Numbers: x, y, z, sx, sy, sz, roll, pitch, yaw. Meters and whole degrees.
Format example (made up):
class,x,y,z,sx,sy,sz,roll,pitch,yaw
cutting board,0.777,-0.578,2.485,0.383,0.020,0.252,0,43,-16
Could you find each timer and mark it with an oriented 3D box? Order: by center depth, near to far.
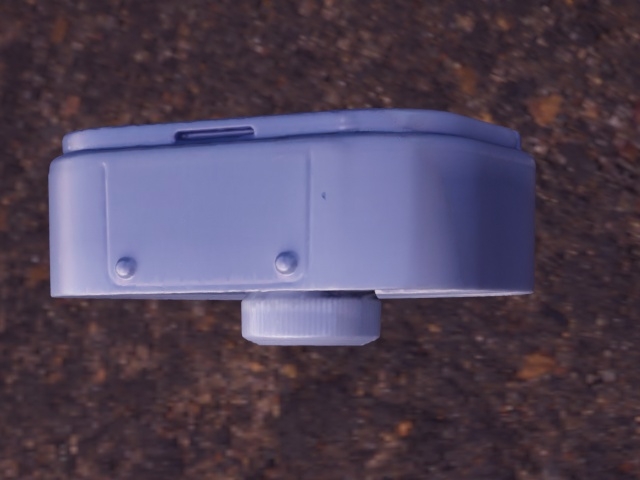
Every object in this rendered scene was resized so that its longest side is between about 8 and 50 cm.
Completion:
class,x,y,z,sx,sy,sz,roll,pitch,yaw
timer,0.000,0.000,1.404,0.395,0.395,0.173,-3,86,28
